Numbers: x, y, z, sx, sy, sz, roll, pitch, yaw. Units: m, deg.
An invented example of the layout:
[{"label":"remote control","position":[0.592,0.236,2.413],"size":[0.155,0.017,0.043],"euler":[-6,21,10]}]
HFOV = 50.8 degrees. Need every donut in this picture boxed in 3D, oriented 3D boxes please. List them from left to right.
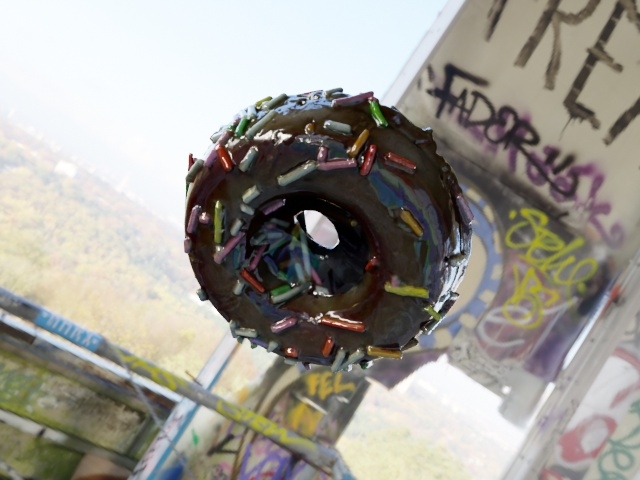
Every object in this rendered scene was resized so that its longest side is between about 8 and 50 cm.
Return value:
[{"label":"donut","position":[0.000,0.000,0.590],"size":[0.270,0.269,0.103],"euler":[34,33,-3]}]
